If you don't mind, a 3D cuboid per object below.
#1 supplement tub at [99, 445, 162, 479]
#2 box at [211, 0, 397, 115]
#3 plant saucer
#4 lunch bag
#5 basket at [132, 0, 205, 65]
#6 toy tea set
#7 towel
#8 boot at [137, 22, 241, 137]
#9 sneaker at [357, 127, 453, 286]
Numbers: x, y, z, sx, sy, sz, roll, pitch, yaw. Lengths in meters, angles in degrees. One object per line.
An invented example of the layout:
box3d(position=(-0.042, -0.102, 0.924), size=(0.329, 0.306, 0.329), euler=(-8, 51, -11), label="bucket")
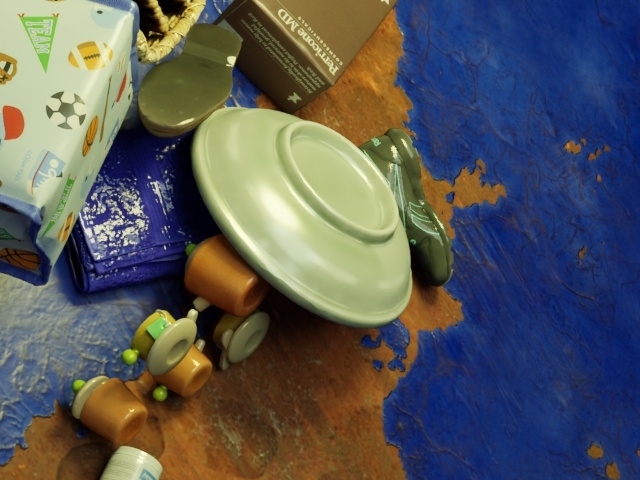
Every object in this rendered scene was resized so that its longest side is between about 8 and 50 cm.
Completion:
box3d(position=(-0.251, 0.323, 1.588), size=(0.071, 0.071, 0.107), euler=(37, 55, -20), label="supplement tub")
box3d(position=(0.004, -0.401, 2.030), size=(0.191, 0.143, 0.381), euler=(45, 53, -15), label="box")
box3d(position=(0.002, -0.062, 1.789), size=(0.400, 0.100, 0.400), euler=(32, 31, -22), label="plant saucer")
box3d(position=(-0.451, -0.166, 1.516), size=(0.386, 0.239, 0.327), euler=(18, 60, 1), label="lunch bag")
box3d(position=(-0.257, -0.407, 1.658), size=(0.213, 0.223, 0.299), euler=(-36, 120, -25), label="basket")
box3d(position=(-0.202, 0.119, 1.666), size=(0.124, 0.200, 0.336), euler=(35, 45, 22), label="toy tea set")
box3d(position=(-0.223, -0.059, 1.759), size=(0.308, 0.076, 0.227), euler=(-10, 80, -39), label="towel")
box3d(position=(-0.185, -0.196, 1.757), size=(0.112, 0.115, 0.305), euler=(23, 30, 0), label="boot")
box3d(position=(0.129, -0.043, 2.027), size=(0.106, 0.101, 0.267), euler=(-22, 90, -15), label="sneaker")
